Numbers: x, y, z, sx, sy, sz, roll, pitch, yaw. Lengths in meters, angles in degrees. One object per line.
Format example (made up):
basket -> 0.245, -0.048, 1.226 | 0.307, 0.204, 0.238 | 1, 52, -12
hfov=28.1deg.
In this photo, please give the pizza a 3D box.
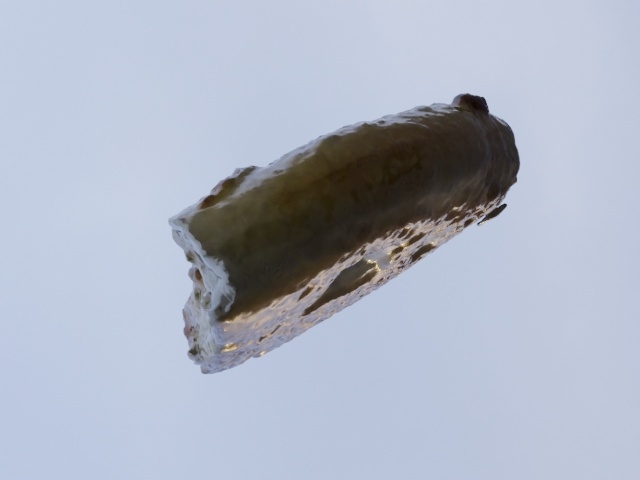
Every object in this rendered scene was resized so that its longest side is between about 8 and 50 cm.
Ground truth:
pizza -> 0.000, 0.000, 0.528 | 0.182, 0.161, 0.062 | -29, -106, -32
